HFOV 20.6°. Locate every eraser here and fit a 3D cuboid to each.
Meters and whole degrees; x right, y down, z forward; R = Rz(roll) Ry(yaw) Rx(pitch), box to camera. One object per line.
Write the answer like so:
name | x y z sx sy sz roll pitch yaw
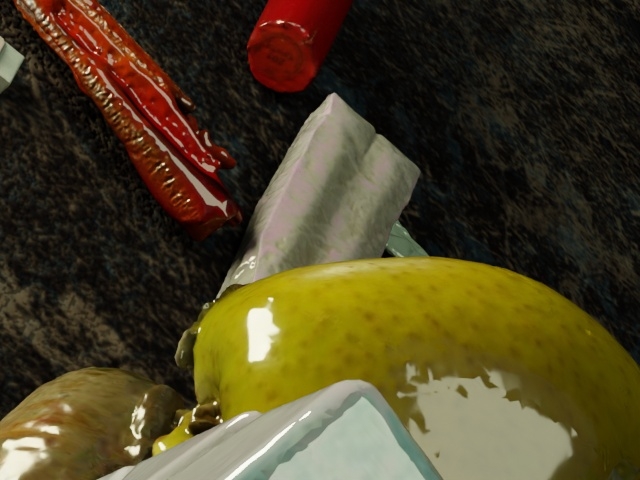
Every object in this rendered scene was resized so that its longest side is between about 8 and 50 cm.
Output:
eraser | -0.248 -0.141 1.233 0.083 0.019 0.038 39 34 -19

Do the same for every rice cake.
rice cake | -0.002 0.000 1.348 0.106 0.050 0.298 40 40 -13

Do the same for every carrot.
carrot | -0.166 0.181 0.931 0.138 0.139 0.302 50 42 -3

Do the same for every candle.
candle | -0.159 -0.125 1.291 0.301 0.059 0.084 49 24 -4

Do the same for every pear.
pear | 0.098 0.175 0.983 0.386 0.191 0.340 35 58 -34

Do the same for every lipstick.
lipstick | -0.002 -0.227 1.573 0.073 0.073 0.279 42 33 -15

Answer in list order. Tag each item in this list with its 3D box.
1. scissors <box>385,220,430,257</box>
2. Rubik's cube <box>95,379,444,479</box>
scissors | 0.081 0.019 1.471 0.247 0.017 0.144 46 37 -6
Rubik's cube | -0.062 0.283 0.655 0.322 0.319 0.316 -37 93 -29
